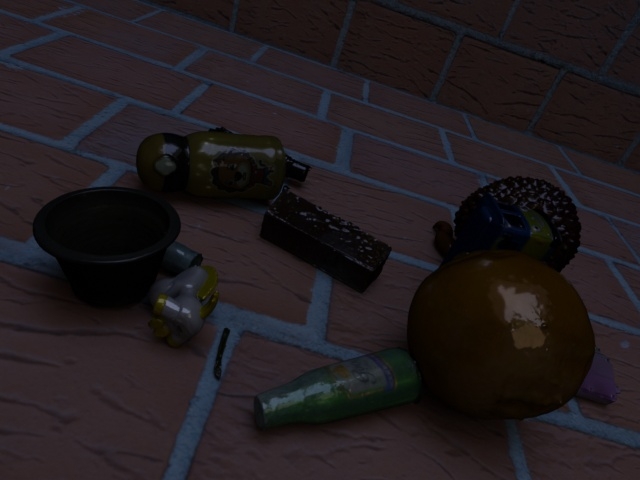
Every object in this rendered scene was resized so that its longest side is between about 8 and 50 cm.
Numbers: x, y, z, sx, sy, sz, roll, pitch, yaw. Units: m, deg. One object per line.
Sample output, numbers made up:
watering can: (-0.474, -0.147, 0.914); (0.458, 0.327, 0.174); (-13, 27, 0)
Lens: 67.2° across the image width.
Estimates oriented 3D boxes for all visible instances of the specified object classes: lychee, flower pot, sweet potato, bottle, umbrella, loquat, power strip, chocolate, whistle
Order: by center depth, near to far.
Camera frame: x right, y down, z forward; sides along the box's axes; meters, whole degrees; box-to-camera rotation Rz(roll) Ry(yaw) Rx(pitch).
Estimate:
chocolate: (0.029, 0.254, 0.810); (0.291, 0.110, 0.110); (-4, 41, -29)
flower pot: (-0.374, 0.023, 0.866); (0.235, 0.148, 0.235); (9, 33, -6)
loquat: (0.317, 0.168, 0.882); (0.328, 0.329, 0.329); (14, 34, -10)
whistle: (-0.391, -0.011, 0.992); (0.312, 0.062, 0.062); (25, 34, 7)
power strip: (0.521, 0.274, 1.062); (0.278, 0.038, 0.109); (18, 55, -4)
chocolate: (0.000, 0.000, 1.156); (0.321, 0.112, 0.112); (30, 44, 12)
bottle: (-0.276, -0.187, 1.210); (0.351, 0.172, 0.172); (-3, 40, -28)
lychee: (0.530, -0.031, 1.302); (0.330, 0.306, 0.306); (8, 35, -25)
sweet potato: (0.359, -0.002, 1.383); (0.058, 0.055, 0.202); (41, 25, -22)
umbrella: (-0.184, -0.252, 1.420); (0.325, 0.090, 0.094); (21, 30, 0)

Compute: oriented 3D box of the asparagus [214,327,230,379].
asparagus: (-0.175, 0.198, 0.852); (0.015, 0.014, 0.114); (1, 36, 1)

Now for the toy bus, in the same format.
toy bus: (0.394, 0.053, 1.114); (0.175, 0.288, 0.138); (16, 34, -10)

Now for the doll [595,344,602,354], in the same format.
doll: (0.583, 0.236, 1.165); (0.227, 0.057, 0.114); (29, 31, 17)

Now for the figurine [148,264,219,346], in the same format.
figurine: (-0.243, 0.103, 0.869); (0.129, 0.109, 0.178); (-25, 29, -5)
